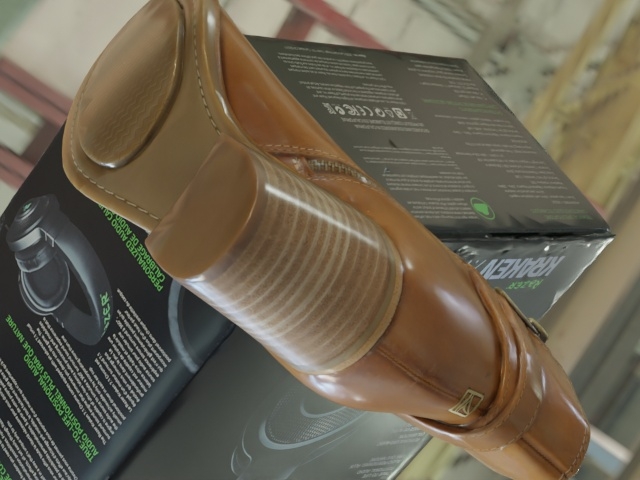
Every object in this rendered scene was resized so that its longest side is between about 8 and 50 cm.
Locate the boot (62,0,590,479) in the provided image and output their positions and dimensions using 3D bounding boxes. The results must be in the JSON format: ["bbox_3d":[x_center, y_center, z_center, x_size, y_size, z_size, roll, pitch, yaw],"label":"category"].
[{"bbox_3d":[0.000,0.000,0.635,0.152,0.197,0.073,34,-73,-31],"label":"boot"}]

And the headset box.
[{"bbox_3d":[-0.046,0.050,0.920,0.246,0.131,0.283,0,-44,-52],"label":"headset box"}]
